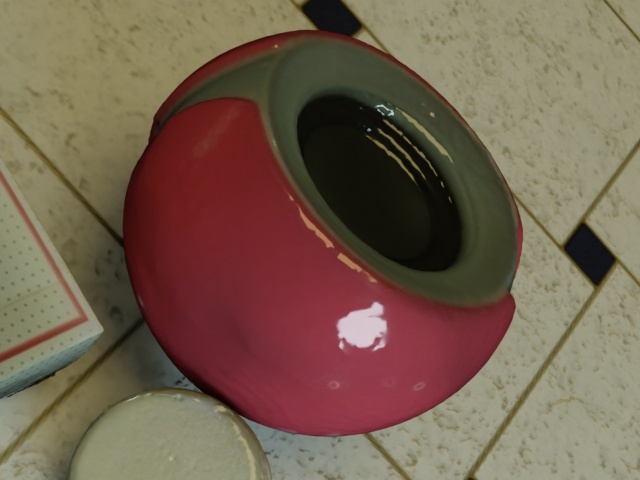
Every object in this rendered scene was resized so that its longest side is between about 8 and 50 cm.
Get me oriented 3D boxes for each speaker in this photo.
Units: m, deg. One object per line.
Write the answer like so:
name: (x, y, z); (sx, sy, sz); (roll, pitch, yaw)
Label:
speaker: (0.000, 0.000, 1.099); (0.294, 0.294, 0.294); (18, 55, -28)

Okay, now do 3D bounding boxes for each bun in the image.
bun: (-0.101, 0.170, 1.059); (0.138, 0.094, 0.138); (1, 79, -4)

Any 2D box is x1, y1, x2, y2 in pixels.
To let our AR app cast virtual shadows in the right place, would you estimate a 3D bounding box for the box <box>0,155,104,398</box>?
box: (-0.315, -0.027, 1.003); (0.210, 0.095, 0.330); (-27, 82, -43)
